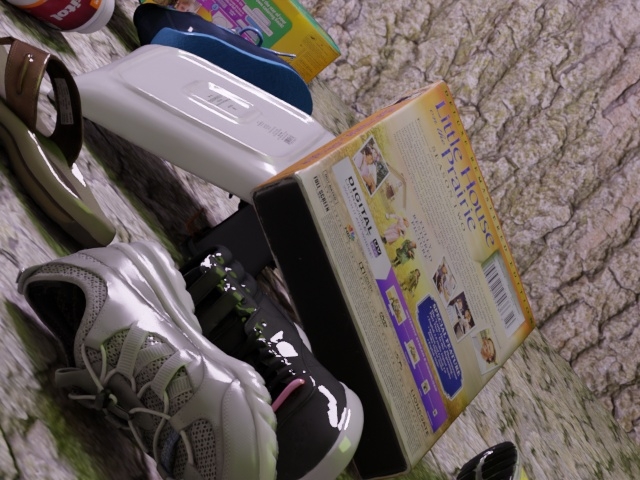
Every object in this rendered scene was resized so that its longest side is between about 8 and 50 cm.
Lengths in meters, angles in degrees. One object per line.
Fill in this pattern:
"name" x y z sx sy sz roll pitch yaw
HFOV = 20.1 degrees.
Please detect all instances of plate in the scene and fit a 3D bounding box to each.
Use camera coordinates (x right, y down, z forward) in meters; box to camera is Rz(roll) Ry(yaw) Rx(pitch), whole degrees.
"plate" -0.109 -0.128 1.868 0.278 0.045 0.277 28 19 6

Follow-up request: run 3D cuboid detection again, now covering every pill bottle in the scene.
"pill bottle" -0.286 -0.276 1.953 0.086 0.086 0.152 53 10 21

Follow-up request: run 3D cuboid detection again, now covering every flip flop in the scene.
"flip flop" -0.238 -0.110 1.523 0.277 0.080 0.112 54 11 28

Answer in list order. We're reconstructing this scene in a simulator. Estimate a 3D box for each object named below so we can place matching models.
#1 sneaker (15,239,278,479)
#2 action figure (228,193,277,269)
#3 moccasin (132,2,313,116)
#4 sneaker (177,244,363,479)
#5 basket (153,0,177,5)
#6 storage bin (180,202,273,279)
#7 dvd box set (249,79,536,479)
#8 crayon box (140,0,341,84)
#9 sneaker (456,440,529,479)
"sneaker" -0.121 0.106 1.212 0.115 0.105 0.281 -2 33 -32
"action figure" 0.000 0.000 2.002 0.276 0.141 0.164 51 -9 8
"moccasin" -0.124 -0.242 2.431 0.117 0.138 0.342 50 7 33
"sneaker" -0.063 0.101 1.456 0.147 0.104 0.296 43 5 -23
"basket" -0.247 -0.475 2.332 0.299 0.223 0.213 34 11 -3
"storage bin" -0.078 -0.004 1.816 0.098 0.091 0.135 49 8 -3
"dvd box set" 0.089 0.025 1.855 0.420 0.062 0.308 -38 109 -61
"crayon box" -0.121 -0.328 2.687 0.278 0.165 0.081 45 10 -28
"sneaker" 0.212 0.307 2.004 0.094 0.081 0.208 53 13 -27
